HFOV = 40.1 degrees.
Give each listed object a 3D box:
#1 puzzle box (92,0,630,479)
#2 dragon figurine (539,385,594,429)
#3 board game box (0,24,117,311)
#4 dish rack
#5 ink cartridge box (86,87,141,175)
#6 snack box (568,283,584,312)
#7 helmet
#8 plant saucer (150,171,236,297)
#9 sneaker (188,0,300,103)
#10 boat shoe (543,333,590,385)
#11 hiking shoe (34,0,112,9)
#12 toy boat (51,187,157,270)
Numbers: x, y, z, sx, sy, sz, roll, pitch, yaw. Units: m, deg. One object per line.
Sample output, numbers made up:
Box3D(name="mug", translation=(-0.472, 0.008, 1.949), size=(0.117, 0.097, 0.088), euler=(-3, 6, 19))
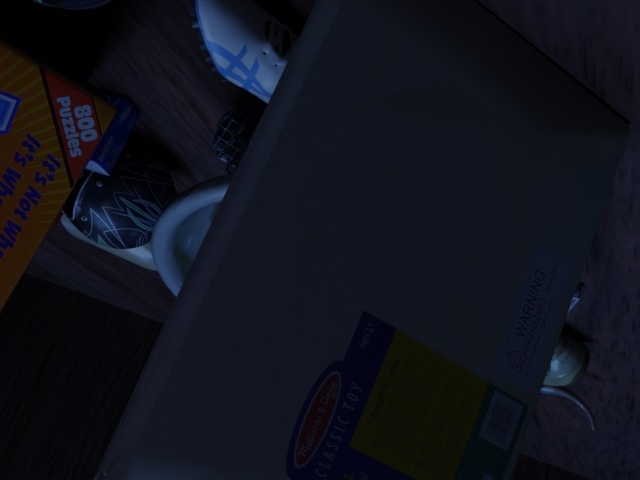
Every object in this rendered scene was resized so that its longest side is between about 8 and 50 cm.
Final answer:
Box3D(name="puzzle box", translation=(0.053, 0.027, 0.608), size=(0.272, 0.408, 0.052), euler=(31, 163, -25))
Box3D(name="dragon figurine", translation=(0.348, 0.248, 1.557), size=(0.289, 0.085, 0.144), euler=(20, 165, 12))
Box3D(name="board game box", translation=(-0.464, -0.090, 0.875), size=(0.356, 0.356, 0.356), euler=(30, -177, -23))
Box3D(name="dish rack", translation=(0.014, -0.076, 0.965), size=(0.272, 0.074, 0.208), euler=(28, 163, -11))
Box3D(name="ink cartridge box", translation=(-0.348, -0.160, 1.146), size=(0.207, 0.097, 0.046), euler=(17, 164, 20))
Box3D(name="snack box", translation=(0.301, 0.081, 1.172), size=(0.064, 0.022, 0.178), euler=(19, 164, 10))
Box3D(name="helmet", translation=(-0.291, -0.066, 1.265), size=(0.162, 0.169, 0.169), euler=(31, 174, 41))
Box3D(name="plant saucer", translation=(0.033, 0.025, 0.895), size=(0.401, 0.100, 0.400), euler=(12, 149, 7))
Box3D(name="sneaker", translation=(-0.023, -0.150, 0.762), size=(0.086, 0.085, 0.237), euler=(-15, 144, 31))
Box3D(name="boat shoe", translation=(0.280, 0.169, 1.380), size=(0.285, 0.104, 0.089), euler=(-11, 140, 47))
Box3D(name="hiking shoe", translation=(-0.264, -0.242, 0.696), size=(0.227, 0.086, 0.114), euler=(20, -163, 11))
Box3D(name="toy boat", translation=(-0.347, -0.059, 1.457), size=(0.268, 0.148, 0.318), euler=(21, 173, 27))
